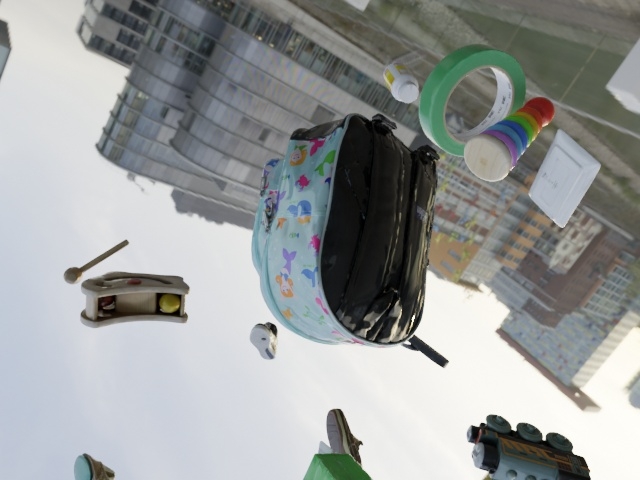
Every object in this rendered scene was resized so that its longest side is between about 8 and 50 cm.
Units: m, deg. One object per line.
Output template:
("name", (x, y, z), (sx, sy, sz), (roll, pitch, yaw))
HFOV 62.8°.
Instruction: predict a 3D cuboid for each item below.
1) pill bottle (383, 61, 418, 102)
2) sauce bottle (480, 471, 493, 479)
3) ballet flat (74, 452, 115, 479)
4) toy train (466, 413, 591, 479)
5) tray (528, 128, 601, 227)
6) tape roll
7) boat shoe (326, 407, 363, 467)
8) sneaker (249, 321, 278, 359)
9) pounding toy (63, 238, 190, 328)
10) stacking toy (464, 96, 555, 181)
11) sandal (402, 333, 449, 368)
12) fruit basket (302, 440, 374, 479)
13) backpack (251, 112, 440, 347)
("pill bottle", (0.129, -0.249, 0.833), (0.043, 0.043, 0.083), (23, -150, -25))
("sauce bottle", (0.549, 0.754, 1.601), (0.111, 0.111, 0.345), (40, -154, 29))
("ballet flat", (-0.445, 0.501, 1.064), (0.067, 0.073, 0.206), (16, -175, -38))
("toy train", (0.575, 0.605, 1.453), (0.334, 0.142, 0.190), (16, -161, 5))
("tray", (0.626, -0.153, 1.383), (0.145, 0.030, 0.270), (57, 165, 30))
("tape roll", (0.452, -0.412, 1.565), (0.321, 0.321, 0.077), (20, -157, -32))
("boat shoe", (0.088, 0.663, 1.705), (0.095, 0.257, 0.095), (-11, -178, -31))
("sneaker", (-0.206, 0.335, 1.925), (0.079, 0.216, 0.121), (-2, -132, 6))
("pounding toy", (-0.406, 0.088, 1.085), (0.270, 0.154, 0.154), (5, -169, -7))
("stacking toy", (0.557, -0.305, 1.495), (0.141, 0.141, 0.330), (38, -120, 25))
("sandal", (0.273, 0.314, 1.607), (0.255, 0.054, 0.097), (36, -175, 33))
("fruit basket", (0.047, 0.740, 1.324), (0.166, 0.352, 0.327), (2, -178, -21))
("backpack", (0.032, 0.002, 0.641), (0.191, 0.253, 0.225), (-12, 156, 41))
